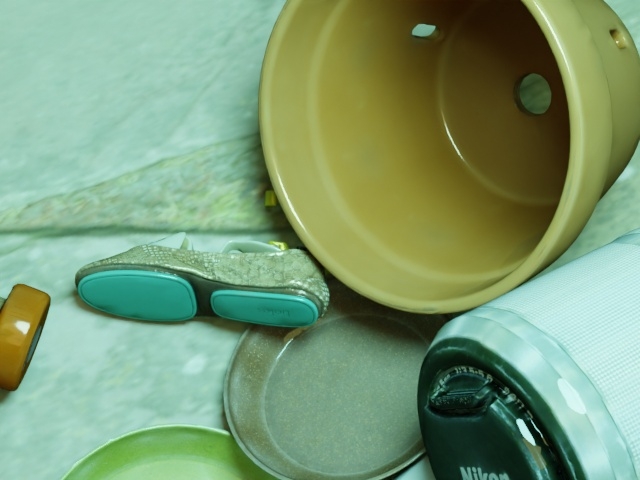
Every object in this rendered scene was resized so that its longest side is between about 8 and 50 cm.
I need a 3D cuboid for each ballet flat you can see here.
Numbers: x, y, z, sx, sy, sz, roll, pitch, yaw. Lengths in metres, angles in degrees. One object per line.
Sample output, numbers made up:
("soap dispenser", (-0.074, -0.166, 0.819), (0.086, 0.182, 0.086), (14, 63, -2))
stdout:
("ballet flat", (-0.094, 0.029, 1.406), (0.206, 0.073, 0.067), (7, 50, 3))

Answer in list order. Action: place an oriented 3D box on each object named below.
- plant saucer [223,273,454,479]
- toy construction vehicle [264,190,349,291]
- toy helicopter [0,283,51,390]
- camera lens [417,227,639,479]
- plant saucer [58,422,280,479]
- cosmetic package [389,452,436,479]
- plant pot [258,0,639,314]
("plant saucer", (0.022, 0.116, 1.380), (0.198, 0.036, 0.199), (-8, 53, 11))
("toy construction vehicle", (0.000, 0.000, 1.451), (0.098, 0.035, 0.086), (3, 86, -6))
("toy helicopter", (-0.316, 0.144, 1.249), (0.140, 0.235, 0.355), (21, 73, -4))
("camera lens", (0.225, 0.115, 1.257), (0.274, 0.219, 0.219), (-25, 80, -26))
("plant saucer", (-0.112, 0.265, 1.356), (0.241, 0.037, 0.241), (3, 74, -9))
("cosmetic package", (0.204, 0.306, 1.351), (0.284, 0.097, 0.377), (-40, 85, -28))
("plant pot", (0.124, -0.103, 1.371), (0.203, 0.291, 0.291), (-18, 76, -52))
